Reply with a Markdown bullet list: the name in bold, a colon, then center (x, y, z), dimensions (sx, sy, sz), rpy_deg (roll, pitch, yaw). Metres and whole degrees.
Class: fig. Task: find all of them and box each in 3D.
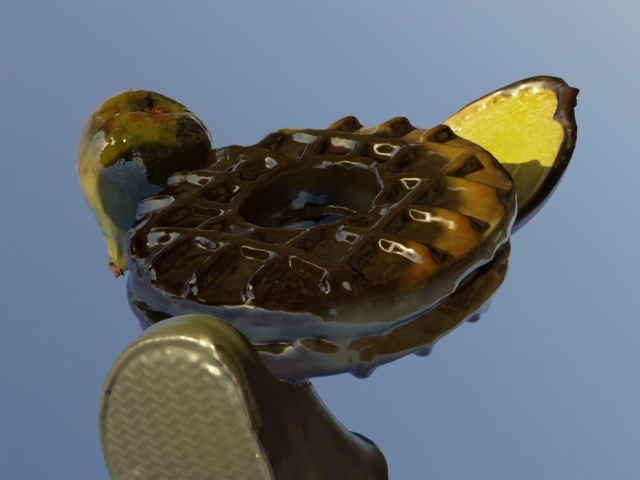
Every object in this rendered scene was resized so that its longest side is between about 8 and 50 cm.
- **fig**: center (-0.179, -0.048, 1.346), dimensions (0.133, 0.185, 0.126), rpy_deg (33, -171, 27)

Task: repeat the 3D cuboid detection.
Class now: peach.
- **peach**: center (0.147, -0.039, 1.377), dimensions (0.068, 0.279, 0.189), rpy_deg (45, -173, -30)

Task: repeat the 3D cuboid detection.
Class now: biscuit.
- **biscuit**: center (0.000, 0.000, 1.175), dimensions (0.332, 0.103, 0.332), rpy_deg (-10, -153, 5)

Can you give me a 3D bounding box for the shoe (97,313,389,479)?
- **shoe**: center (-0.018, 0.130, 0.684), dimensions (0.093, 0.108, 0.241), rpy_deg (-41, -62, -45)
